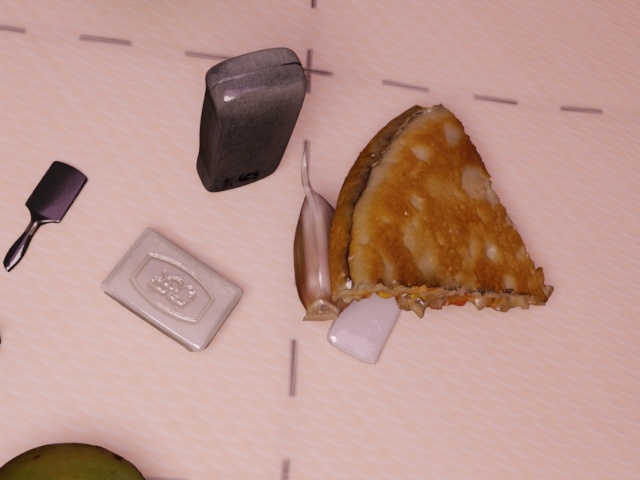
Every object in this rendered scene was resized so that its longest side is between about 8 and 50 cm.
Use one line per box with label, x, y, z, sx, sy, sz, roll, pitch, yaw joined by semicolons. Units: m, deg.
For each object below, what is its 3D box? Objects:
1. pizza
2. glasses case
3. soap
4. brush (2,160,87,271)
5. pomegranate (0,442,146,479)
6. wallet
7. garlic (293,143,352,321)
pizza;0.204;0.010;1.089;0.406;0.130;0.439;39;53;-13
glasses case;-0.110;-0.165;0.984;0.131;0.323;0.074;-18;78;-18
soap;-0.228;0.081;1.036;0.183;0.064;0.121;34;70;-1
brush;-0.442;-0.037;1.052;0.063;0.016;0.193;28;72;-1
pomegranate;-0.298;0.415;0.827;0.324;0.291;0.290;29;73;-2
wallet;0.086;0.104;1.102;0.095;0.033;0.189;27;74;-4
garlic;-0.002;-0.003;1.052;0.129;0.148;0.266;-8;76;-26
